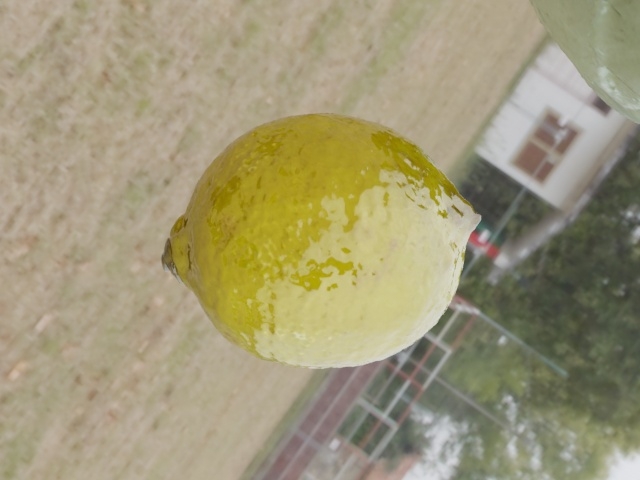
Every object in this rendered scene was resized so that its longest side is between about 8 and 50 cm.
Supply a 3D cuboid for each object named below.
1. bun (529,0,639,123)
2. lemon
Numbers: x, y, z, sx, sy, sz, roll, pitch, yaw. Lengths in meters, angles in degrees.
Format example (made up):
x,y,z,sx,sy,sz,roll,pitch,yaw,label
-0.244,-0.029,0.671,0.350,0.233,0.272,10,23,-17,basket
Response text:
x,y,z,sx,sy,sz,roll,pitch,yaw,label
0.192,-0.208,0.594,0.293,0.187,0.293,8,90,-89,bun
0.000,0.000,0.434,0.109,0.133,0.109,-5,90,-89,lemon
